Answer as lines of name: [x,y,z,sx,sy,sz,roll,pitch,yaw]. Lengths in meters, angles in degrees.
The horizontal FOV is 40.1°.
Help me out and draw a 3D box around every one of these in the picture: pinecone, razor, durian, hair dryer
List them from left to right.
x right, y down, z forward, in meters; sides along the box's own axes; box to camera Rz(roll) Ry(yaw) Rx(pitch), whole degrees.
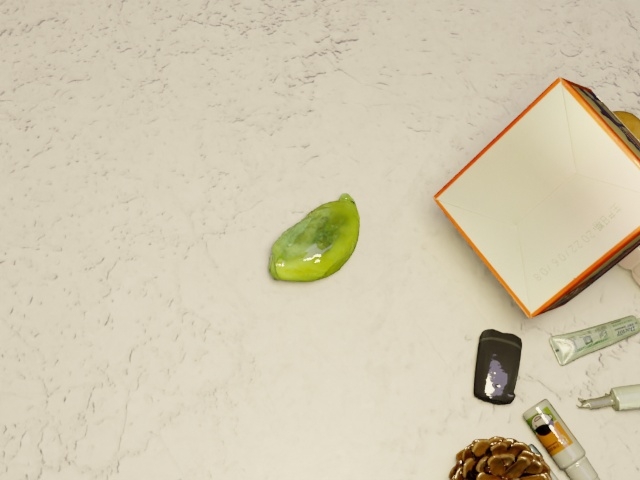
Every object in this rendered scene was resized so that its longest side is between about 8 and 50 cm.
durian: [0.000,0.000,1.813,0.250,0.101,0.139,-37,74,-20]
razor: [0.356,0.255,1.765,0.090,0.054,0.148,12,65,3]
pinecone: [0.330,0.442,1.593,0.185,0.212,0.169,-4,66,3]
hair dryer: [0.692,0.320,1.757,0.357,0.108,0.173,-8,54,3]

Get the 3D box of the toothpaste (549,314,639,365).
toothpaste: [0.585,0.199,1.826,0.218,0.041,0.064,-17,75,-9]

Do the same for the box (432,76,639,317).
box: [0.477,-0.082,1.726,0.349,0.257,0.319,-46,72,24]

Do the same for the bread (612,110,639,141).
bread: [0.601,-0.204,1.981,0.305,0.091,0.142,-20,64,-15]

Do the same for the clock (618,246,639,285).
clock: [0.839,0.023,1.860,0.325,0.184,0.342,-34,79,-23]

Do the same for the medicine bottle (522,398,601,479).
medicine bottle: [0.469,0.424,1.704,0.092,0.061,0.221,-36,73,6]
